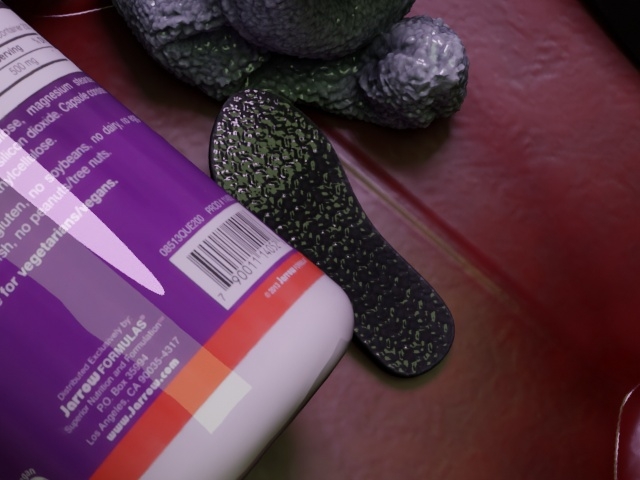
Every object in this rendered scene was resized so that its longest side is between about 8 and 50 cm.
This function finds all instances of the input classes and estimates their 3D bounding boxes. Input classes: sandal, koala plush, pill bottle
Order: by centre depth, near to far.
[{"bbox_3d":[-0.154,0.002,0.864,0.323,0.181,0.181,40,70,4],"label":"pill bottle"},{"bbox_3d":[-0.006,-0.178,0.927,0.203,0.221,0.196,0,73,-11],"label":"koala plush"},{"bbox_3d":[0.000,0.000,0.975,0.067,0.040,0.179,-41,98,-14],"label":"sandal"}]

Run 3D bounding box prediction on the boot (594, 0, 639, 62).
[{"bbox_3d":[0.212,-0.217,1.056,0.178,0.085,0.236,-35,90,-21],"label":"boot"}]
